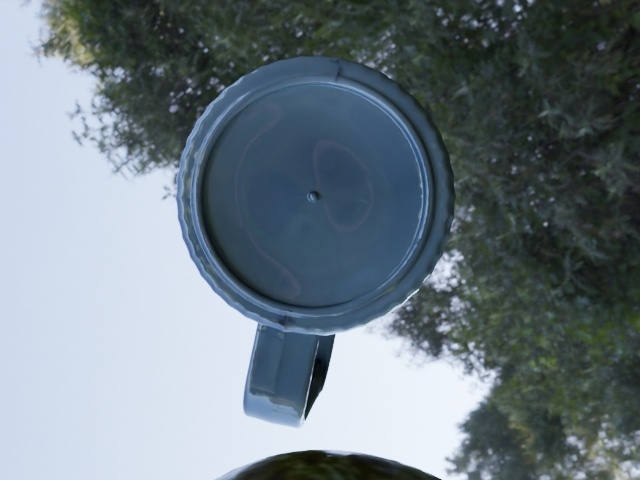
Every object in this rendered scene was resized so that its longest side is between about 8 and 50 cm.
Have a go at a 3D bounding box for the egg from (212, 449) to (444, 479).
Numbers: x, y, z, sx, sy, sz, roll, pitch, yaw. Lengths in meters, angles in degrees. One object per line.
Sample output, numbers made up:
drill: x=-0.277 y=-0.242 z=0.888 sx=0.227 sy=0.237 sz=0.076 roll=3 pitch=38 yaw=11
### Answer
egg: x=0.013 y=0.237 z=0.481 sx=0.289 sy=0.238 sz=0.238 roll=1 pitch=-113 yaw=-48

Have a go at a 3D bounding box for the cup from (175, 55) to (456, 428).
cup: x=-0.014 y=-0.016 z=0.870 sx=0.257 sy=0.331 sz=0.311 roll=41 pitch=-175 yaw=4
